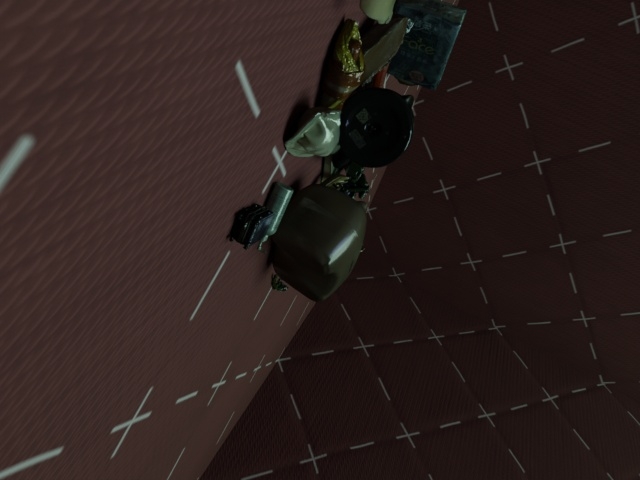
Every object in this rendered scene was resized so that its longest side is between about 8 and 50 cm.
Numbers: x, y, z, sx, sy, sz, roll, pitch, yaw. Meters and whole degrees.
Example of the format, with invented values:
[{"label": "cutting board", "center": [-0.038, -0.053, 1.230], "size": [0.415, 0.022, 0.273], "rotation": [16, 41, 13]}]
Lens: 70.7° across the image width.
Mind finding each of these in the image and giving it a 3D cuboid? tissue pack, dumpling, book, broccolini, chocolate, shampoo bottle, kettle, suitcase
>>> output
[{"label": "tissue pack", "center": [0.000, 0.000, 1.465], "size": [0.277, 0.267, 0.387], "rotation": [-53, 166, -26]}, {"label": "dumpling", "center": [-0.024, -0.264, 1.141], "size": [0.154, 0.111, 0.181], "rotation": [-20, 140, -29]}, {"label": "book", "center": [0.081, -0.367, 1.610], "size": [0.261, 0.043, 0.371], "rotation": [-61, 171, -18]}, {"label": "tissue pack", "center": [0.351, -0.696, 1.584], "size": [0.316, 0.227, 0.103], "rotation": [94, 20, -68]}, {"label": "broccolini", "center": [-0.169, 0.173, 1.777], "size": [0.052, 0.054, 0.194], "rotation": [-42, 166, -7]}, {"label": "chocolate", "center": [0.148, -0.553, 1.304], "size": [0.261, 0.083, 0.161], "rotation": [-48, 168, -25]}, {"label": "shampoo bottle", "center": [-0.135, -0.060, 1.224], "size": [0.195, 0.056, 0.056], "rotation": [-64, 171, 15]}, {"label": "kettle", "center": [0.165, -0.349, 1.466], "size": [0.321, 0.228, 0.324], "rotation": [-42, -176, 26]}, {"label": "suitcase", "center": [-0.165, -0.036, 1.099], "size": [0.086, 0.059, 0.126], "rotation": [-64, 171, 21]}]

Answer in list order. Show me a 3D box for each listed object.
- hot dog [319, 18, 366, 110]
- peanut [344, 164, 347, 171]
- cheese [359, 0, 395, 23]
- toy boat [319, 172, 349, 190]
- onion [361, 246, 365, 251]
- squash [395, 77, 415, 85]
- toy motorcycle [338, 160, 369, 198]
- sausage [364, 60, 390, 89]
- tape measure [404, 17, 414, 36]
[{"label": "hot dog", "center": [0.064, -0.424, 1.159], "size": [0.123, 0.093, 0.262], "rotation": [-55, 168, -40]}, {"label": "peanut", "center": [0.156, -0.354, 1.910], "size": [0.103, 0.098, 0.230], "rotation": [-27, 154, -33]}, {"label": "cheese", "center": [0.152, -0.622, 0.982], "size": [0.266, 0.127, 0.233], "rotation": [-54, 168, -39]}, {"label": "toy boat", "center": [0.023, -0.171, 1.604], "size": [0.206, 0.072, 0.064], "rotation": [-38, 164, -25]}, {"label": "onion", "center": [0.031, 0.016, 1.936], "size": [0.313, 0.232, 0.314], "rotation": [-35, 164, -12]}, {"label": "squash", "center": [0.398, -0.741, 1.858], "size": [0.260, 0.189, 0.190], "rotation": [-43, 158, -58]}, {"label": "toy motorcycle", "center": [0.154, -0.284, 1.730], "size": [0.205, 0.127, 0.276], "rotation": [52, 59, -84]}, {"label": "sausage", "center": [0.187, -0.545, 1.585], "size": [0.074, 0.074, 0.274], "rotation": [-60, 171, -19]}, {"label": "tape measure", "center": [0.197, -0.678, 1.378], "size": [0.107, 0.104, 0.179], "rotation": [-45, 141, 9]}]
